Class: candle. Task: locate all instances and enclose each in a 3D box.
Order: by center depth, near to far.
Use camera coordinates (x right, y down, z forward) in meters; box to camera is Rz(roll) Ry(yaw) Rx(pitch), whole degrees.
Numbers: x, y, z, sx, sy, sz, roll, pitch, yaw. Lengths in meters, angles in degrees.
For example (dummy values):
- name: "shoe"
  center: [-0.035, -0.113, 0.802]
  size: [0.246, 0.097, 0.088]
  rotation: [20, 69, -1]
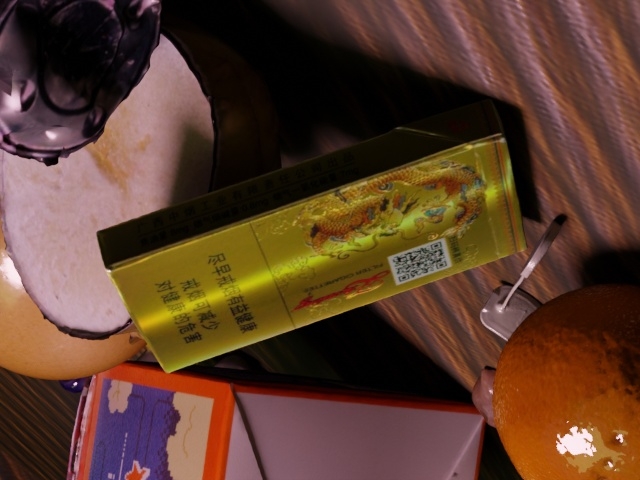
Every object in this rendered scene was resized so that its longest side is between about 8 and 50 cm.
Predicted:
- name: "candle"
  center: [-0.273, -0.209, 1.405]
  size: [0.330, 0.187, 0.187]
  rotation: [36, 164, 32]

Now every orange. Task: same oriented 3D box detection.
- name: "orange"
  center: [0.234, 0.126, 1.467]
  size: [0.206, 0.206, 0.206]
  rotation: [28, 159, 12]

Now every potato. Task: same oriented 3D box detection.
- name: "potato"
  center: [-0.122, -0.073, 1.551]
  size: [0.246, 0.196, 0.300]
  rotation: [50, 131, 17]

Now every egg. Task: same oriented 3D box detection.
- name: "egg"
  center: [-0.258, -0.001, 1.789]
  size: [0.250, 0.250, 0.322]
  rotation: [25, 160, 19]

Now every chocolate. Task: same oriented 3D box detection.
- name: "chocolate"
  center: [0.176, 0.164, 1.858]
  size: [0.064, 0.031, 0.101]
  rotation: [35, 161, 5]

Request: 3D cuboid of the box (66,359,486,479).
- name: "box"
  center: [-0.052, 0.295, 1.909]
  size: [0.348, 0.319, 0.257]
  rotation: [8, 179, -39]

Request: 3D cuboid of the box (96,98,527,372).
- name: "box"
  center: [0.000, 0.000, 1.432]
  size: [0.173, 0.311, 0.043]
  rotation: [68, -177, -58]

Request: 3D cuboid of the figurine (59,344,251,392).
- name: "figurine"
  center: [-0.138, 0.221, 2.266]
  size: [0.421, 0.154, 0.193]
  rotation: [36, 164, -6]

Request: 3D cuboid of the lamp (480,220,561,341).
- name: "lamp"
  center: [0.178, 0.038, 1.543]
  size: [0.056, 0.050, 0.198]
  rotation: [34, 162, 5]
